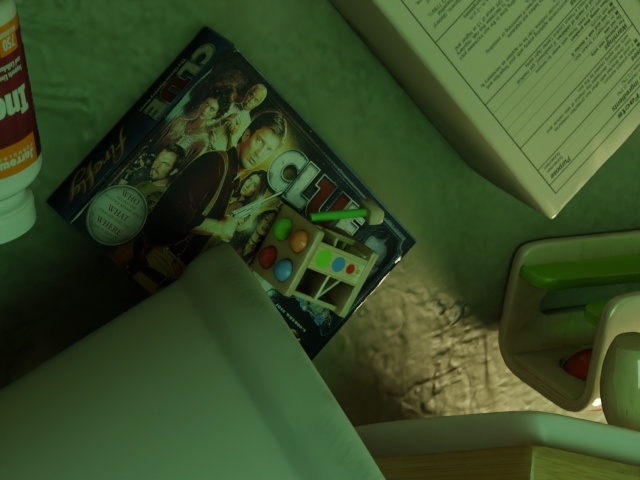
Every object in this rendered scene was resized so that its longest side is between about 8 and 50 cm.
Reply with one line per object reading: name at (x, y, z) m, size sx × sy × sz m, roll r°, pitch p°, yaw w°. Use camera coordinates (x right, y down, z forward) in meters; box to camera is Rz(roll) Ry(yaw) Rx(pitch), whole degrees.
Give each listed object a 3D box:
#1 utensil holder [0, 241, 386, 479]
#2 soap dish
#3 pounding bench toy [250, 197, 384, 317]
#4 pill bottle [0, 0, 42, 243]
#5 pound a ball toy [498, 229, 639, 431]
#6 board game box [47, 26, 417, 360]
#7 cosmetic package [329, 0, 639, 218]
utensil holder at (-0.140, 0.236, 1.020) m, size 0.385 × 0.327 × 0.327 m, roll -31°, pitch 126°, yaw -5°
soap dish at (0.142, 0.210, 1.232) m, size 0.229 × 0.291 × 0.118 m, roll 16°, pitch 71°, yaw -35°
pounding bench toy at (0.000, 0.000, 1.133) m, size 0.065 × 0.052 × 0.083 m, roll 23°, pitch 98°, yaw -38°
pill bottle at (-0.218, -0.076, 0.987) m, size 0.086 × 0.086 × 0.152 m, roll -20°, pitch 122°, yaw -24°
pound a ball toy at (0.298, 0.090, 1.329) m, size 0.319 × 0.208 × 0.135 m, roll -6°, pitch 115°, yaw -32°
board game box at (-0.056, -0.013, 1.152) m, size 0.165 × 0.042 × 0.243 m, roll -49°, pitch 129°, yaw -4°
cosmetic package at (0.113, -0.176, 1.139) m, size 0.160 × 0.113 × 0.309 m, roll -47°, pitch 130°, yaw -5°
